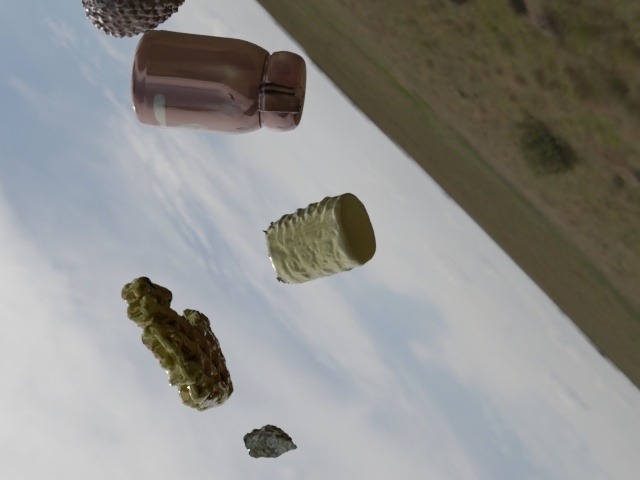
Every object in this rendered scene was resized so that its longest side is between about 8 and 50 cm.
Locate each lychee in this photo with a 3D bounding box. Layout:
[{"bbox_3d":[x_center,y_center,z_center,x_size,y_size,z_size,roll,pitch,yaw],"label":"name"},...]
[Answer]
[{"bbox_3d":[-0.264,-0.350,1.230,0.165,0.197,0.165,40,137,51],"label":"lychee"}]

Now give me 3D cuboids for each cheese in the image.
[{"bbox_3d":[0.000,0.000,1.512,0.094,0.167,0.123,-4,-102,-51],"label":"cheese"}]

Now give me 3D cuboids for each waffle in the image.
[{"bbox_3d":[-0.144,0.110,1.010,0.149,0.051,0.194,64,-175,11],"label":"waffle"}]

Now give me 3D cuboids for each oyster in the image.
[{"bbox_3d":[-0.119,0.461,2.128,0.098,0.100,0.037,51,159,24],"label":"oyster"}]

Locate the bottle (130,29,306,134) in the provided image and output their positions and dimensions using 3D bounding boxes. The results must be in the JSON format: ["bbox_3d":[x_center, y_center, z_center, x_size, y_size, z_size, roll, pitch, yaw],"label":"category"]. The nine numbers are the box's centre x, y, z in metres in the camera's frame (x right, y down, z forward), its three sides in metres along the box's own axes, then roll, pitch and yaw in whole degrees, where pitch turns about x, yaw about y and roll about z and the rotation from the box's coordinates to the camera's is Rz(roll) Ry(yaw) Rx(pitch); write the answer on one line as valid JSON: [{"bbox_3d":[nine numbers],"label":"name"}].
[{"bbox_3d":[-0.171,-0.265,1.623,0.296,0.173,0.206,8,-167,3],"label":"bottle"}]
